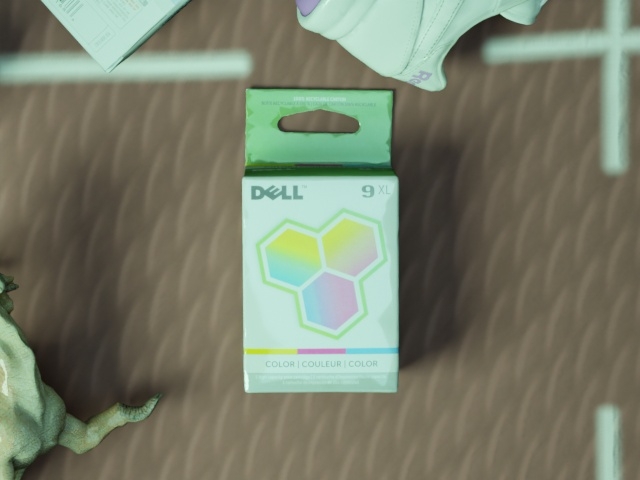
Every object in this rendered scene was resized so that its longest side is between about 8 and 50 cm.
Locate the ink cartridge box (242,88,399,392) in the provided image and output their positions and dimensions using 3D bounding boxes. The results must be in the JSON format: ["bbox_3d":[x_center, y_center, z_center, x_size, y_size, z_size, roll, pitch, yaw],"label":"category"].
[{"bbox_3d":[0.000,0.000,1.294,0.109,0.062,0.209,0,98,-1],"label":"ink cartridge box"}]

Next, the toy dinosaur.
[{"bbox_3d":[-0.254,0.134,1.281,0.200,0.127,0.296,37,108,1],"label":"toy dinosaur"}]

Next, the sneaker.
[{"bbox_3d":[0.118,-0.240,1.254,0.152,0.114,0.305,35,100,-20],"label":"sneaker"}]

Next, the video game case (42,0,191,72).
[{"bbox_3d":[-0.154,-0.272,1.176,0.269,0.244,0.061,48,50,-8],"label":"video game case"}]
